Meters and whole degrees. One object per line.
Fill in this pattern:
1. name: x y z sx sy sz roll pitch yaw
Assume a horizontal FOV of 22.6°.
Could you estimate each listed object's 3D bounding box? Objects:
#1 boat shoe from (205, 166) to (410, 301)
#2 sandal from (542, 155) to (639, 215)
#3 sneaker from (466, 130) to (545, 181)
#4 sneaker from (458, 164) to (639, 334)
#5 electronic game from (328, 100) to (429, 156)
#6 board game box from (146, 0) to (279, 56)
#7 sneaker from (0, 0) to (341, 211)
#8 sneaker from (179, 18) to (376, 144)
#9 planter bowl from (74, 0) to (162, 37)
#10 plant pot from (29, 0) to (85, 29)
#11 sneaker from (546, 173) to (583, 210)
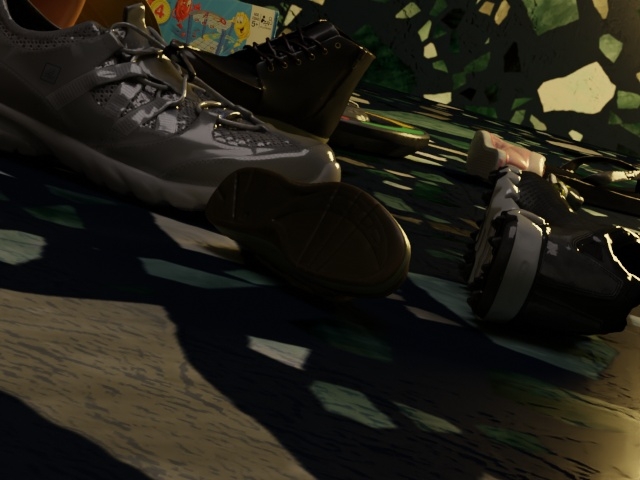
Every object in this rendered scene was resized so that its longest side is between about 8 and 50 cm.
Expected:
1. boat shoe: -0.001 0.001 0.858 0.153 0.056 0.048 17 -24 47
2. sandal: 0.322 -0.072 1.879 0.255 0.054 0.097 10 10 -31
3. sneaker: 0.207 -0.084 1.777 0.070 0.051 0.134 15 12 -13
4. sneaker: 0.143 0.012 0.966 0.106 0.078 0.234 18 12 0
5. electronic game: 0.011 -0.141 1.796 0.229 0.048 0.229 16 8 -2
6. board game box: -0.259 -0.265 1.872 0.302 0.086 0.308 8 4 -37
7. sneaker: -0.117 -0.092 1.017 0.281 0.115 0.105 17 9 12
8. sneaker: -0.050 -0.176 1.547 0.222 0.118 0.083 18 21 -47
9. planter bowl: -0.245 -0.178 1.310 0.217 0.090 0.217 26 -25 13
10. plant pot: -0.333 -0.239 1.139 0.203 0.290 0.291 2 -3 43
11. sneaker: 0.256 -0.047 1.708 0.035 0.031 0.083 28 11 -10
